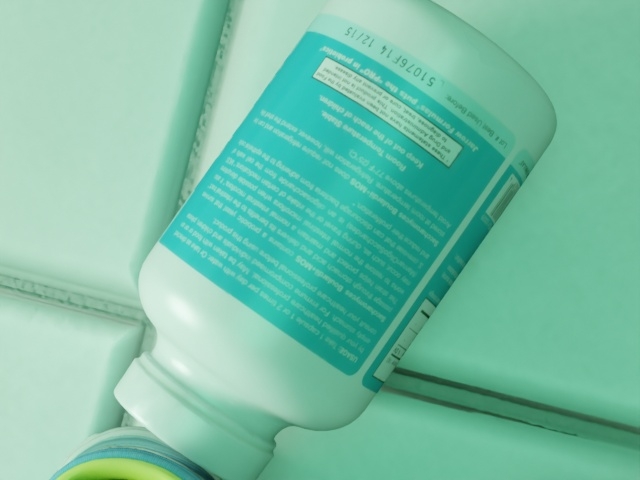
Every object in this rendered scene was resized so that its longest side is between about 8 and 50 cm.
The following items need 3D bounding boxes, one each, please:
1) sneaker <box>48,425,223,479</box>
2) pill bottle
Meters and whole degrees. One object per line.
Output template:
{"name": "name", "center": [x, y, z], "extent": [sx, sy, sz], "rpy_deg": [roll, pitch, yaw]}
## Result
{"name": "sneaker", "center": [-0.032, 0.223, 0.711], "extent": [0.319, 0.208, 0.127], "rpy_deg": [39, 85, 6]}
{"name": "pill bottle", "center": [0.000, 0.000, 0.759], "extent": [0.146, 0.146, 0.264], "rpy_deg": [35, 88, 5]}
